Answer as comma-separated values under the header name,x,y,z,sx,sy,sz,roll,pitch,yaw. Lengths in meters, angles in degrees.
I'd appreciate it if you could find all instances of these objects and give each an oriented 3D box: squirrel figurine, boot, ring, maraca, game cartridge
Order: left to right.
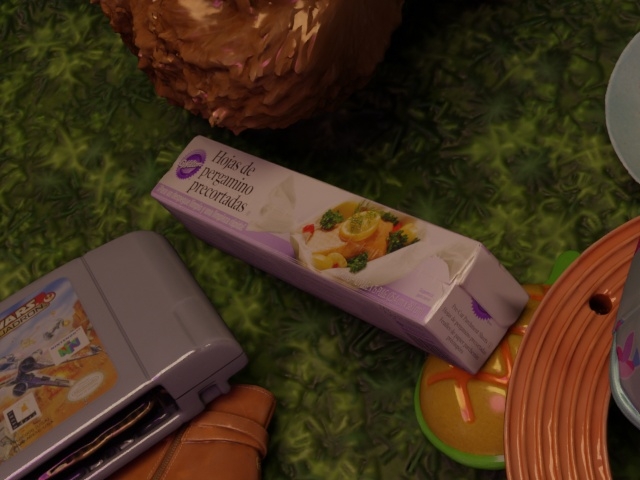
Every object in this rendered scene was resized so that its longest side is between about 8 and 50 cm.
name,x,y,z,sx,sy,sz,roll,pitch,yaw
game cartridge,-0.210,0.114,0.942,0.297,0.062,0.198,-35,40,-6
boot,-0.127,0.168,0.919,0.197,0.073,0.152,2,55,22
squirrel figurine,-0.094,-0.275,0.948,0.370,0.281,0.396,23,112,33
maraca,0.143,0.073,0.848,0.186,0.099,0.127,-37,47,-11
ring,0.271,0.126,0.761,0.337,0.032,0.336,1,65,-2

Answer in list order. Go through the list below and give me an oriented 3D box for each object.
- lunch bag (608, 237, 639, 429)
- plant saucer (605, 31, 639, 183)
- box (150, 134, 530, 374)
name,x,y,z,sx,sy,sz,roll,pitch,yaw
lunch bag,0.295,0.019,0.735,0.224,0.108,0.279,22,68,1
plant saucer,0.298,-0.091,0.919,0.195,0.037,0.195,-8,61,15
box,0.000,0.000,0.899,0.063,0.067,0.324,-53,38,-11
